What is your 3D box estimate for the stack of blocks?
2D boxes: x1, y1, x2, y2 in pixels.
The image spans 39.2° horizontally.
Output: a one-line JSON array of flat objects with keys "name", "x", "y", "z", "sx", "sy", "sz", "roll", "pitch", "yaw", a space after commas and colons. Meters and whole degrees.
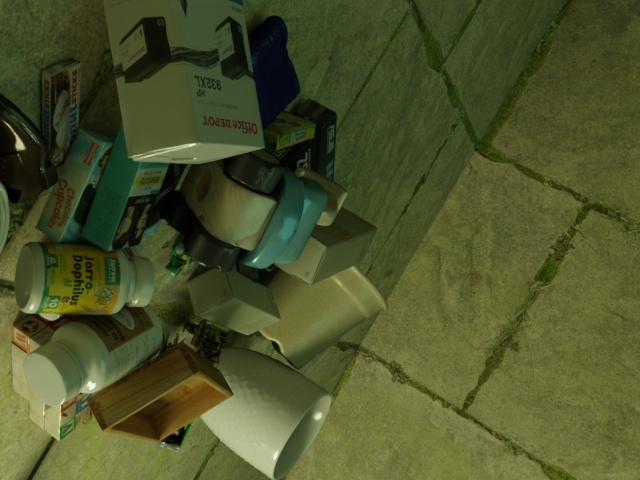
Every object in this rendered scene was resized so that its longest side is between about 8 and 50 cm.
[{"name": "stack of blocks", "x": -0.500, "y": 0.248, "z": 1.741, "sx": 0.171, "sy": 0.087, "sz": 0.297, "roll": -38, "pitch": 152, "yaw": -46}]

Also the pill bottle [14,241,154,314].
[{"name": "pill bottle", "x": -0.391, "y": 0.066, "z": 1.502, "sx": 0.208, "sy": 0.117, "sz": 0.117, "roll": 5, "pitch": 119, "yaw": -34}]

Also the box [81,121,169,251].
[{"name": "box", "x": -0.310, "y": -0.106, "z": 1.497, "sx": 0.244, "sy": 0.060, "sz": 0.100, "roll": -67, "pitch": 164, "yaw": 15}]

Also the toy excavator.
[{"name": "toy excavator", "x": -0.080, "y": -0.071, "z": 1.797, "sx": 0.445, "sy": 0.433, "sz": 0.222, "roll": 21, "pitch": 105, "yaw": -32}]

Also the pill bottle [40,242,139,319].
[{"name": "pill bottle", "x": -0.427, "y": 0.068, "z": 1.628, "sx": 0.193, "sy": 0.108, "sz": 0.108, "roll": -34, "pitch": 148, "yaw": -50}]

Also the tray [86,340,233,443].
[{"name": "tray", "x": -0.308, "y": 0.313, "z": 1.807, "sx": 0.203, "sy": 0.076, "sz": 0.411, "roll": -31, "pitch": 164, "yaw": -6}]

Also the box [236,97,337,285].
[{"name": "box", "x": -0.090, "y": -0.110, "z": 2.220, "sx": 0.318, "sy": 0.097, "sz": 0.395, "roll": -50, "pitch": 160, "yaw": -28}]

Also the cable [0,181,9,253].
[{"name": "cable", "x": -0.552, "y": 0.005, "z": 1.256, "sx": 0.257, "sy": 0.089, "sz": 0.257, "roll": -47, "pitch": 157, "yaw": -33}]

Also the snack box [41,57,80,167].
[{"name": "snack box", "x": -0.408, "y": -0.196, "z": 1.413, "sx": 0.064, "sy": 0.022, "sz": 0.178, "roll": -43, "pitch": 156, "yaw": -46}]

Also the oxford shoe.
[{"name": "oxford shoe", "x": -0.455, "y": -0.127, "z": 1.315, "sx": 0.096, "sy": 0.083, "sz": 0.227, "roll": -45, "pitch": 156, "yaw": -25}]

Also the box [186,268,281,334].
[{"name": "box", "x": -0.208, "y": 0.150, "z": 2.204, "sx": 0.113, "sy": 0.094, "sz": 0.275, "roll": -25, "pitch": 156, "yaw": 12}]

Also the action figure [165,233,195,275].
[{"name": "action figure", "x": -0.262, "y": -0.007, "z": 1.991, "sx": 0.232, "sy": 0.063, "sz": 0.137, "roll": -50, "pitch": 149, "yaw": -27}]

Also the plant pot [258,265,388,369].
[{"name": "plant pot", "x": -0.034, "y": 0.180, "z": 2.519, "sx": 0.305, "sy": 0.334, "sz": 0.334, "roll": -45, "pitch": 159, "yaw": -9}]

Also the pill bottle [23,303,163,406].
[{"name": "pill bottle", "x": -0.399, "y": 0.193, "z": 1.582, "sx": 0.229, "sy": 0.131, "sz": 0.131, "roll": -31, "pitch": 147, "yaw": -51}]

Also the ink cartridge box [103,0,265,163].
[{"name": "ink cartridge box", "x": -0.208, "y": -0.282, "z": 1.389, "sx": 0.223, "sy": 0.129, "sz": 0.307, "roll": -9, "pitch": 90, "yaw": -67}]

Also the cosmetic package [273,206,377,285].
[{"name": "cosmetic package", "x": 0.000, "y": 0.000, "z": 2.229, "sx": 0.309, "sy": 0.160, "sz": 0.113, "roll": -21, "pitch": 139, "yaw": -64}]

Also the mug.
[{"name": "mug", "x": -0.159, "y": 0.443, "z": 2.510, "sx": 0.374, "sy": 0.328, "sz": 0.276, "roll": -14, "pitch": 132, "yaw": -65}]

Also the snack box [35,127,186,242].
[{"name": "snack box", "x": -0.357, "y": -0.095, "z": 1.602, "sx": 0.187, "sy": 0.060, "sz": 0.322, "roll": -63, "pitch": 165, "yaw": 11}]

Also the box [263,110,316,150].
[{"name": "box", "x": -0.100, "y": -0.244, "z": 1.982, "sx": 0.179, "sy": 0.105, "sz": 0.043, "roll": -31, "pitch": 138, "yaw": -54}]

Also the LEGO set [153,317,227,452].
[{"name": "LEGO set", "x": -0.371, "y": 0.324, "z": 2.130, "sx": 0.255, "sy": 0.192, "sz": 0.331, "roll": -91, "pitch": -154, "yaw": -68}]

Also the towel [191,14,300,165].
[{"name": "towel", "x": -0.169, "y": -0.286, "z": 1.816, "sx": 0.308, "sy": 0.076, "sz": 0.227, "roll": -50, "pitch": 152, "yaw": -23}]
